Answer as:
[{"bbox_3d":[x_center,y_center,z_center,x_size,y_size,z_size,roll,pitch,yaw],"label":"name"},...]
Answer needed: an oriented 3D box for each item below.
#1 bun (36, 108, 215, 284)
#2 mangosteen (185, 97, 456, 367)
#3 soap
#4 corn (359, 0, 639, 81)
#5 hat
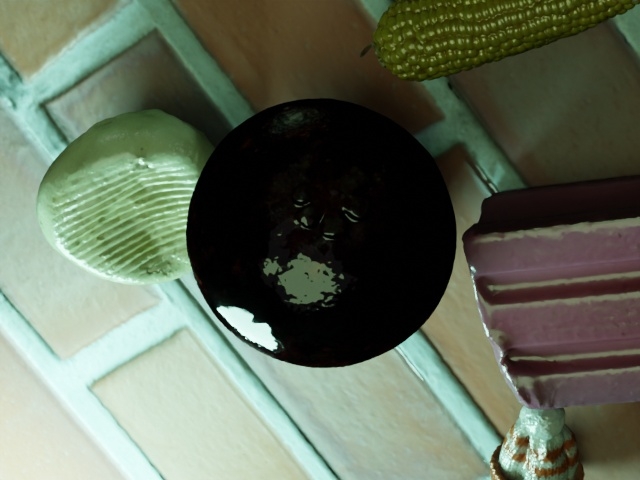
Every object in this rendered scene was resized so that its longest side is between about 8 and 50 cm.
[{"bbox_3d":[-0.209,-0.057,1.892,0.231,0.133,0.231,-5,127,-7],"label":"bun"},{"bbox_3d":[0.010,0.003,1.784,0.297,0.297,0.313,-6,150,20],"label":"mangosteen"},{"bbox_3d":[0.355,0.054,1.781,0.359,0.128,0.233,-6,114,19],"label":"soap"},{"bbox_3d":[0.190,-0.237,1.697,0.310,0.101,0.101,-17,111,21],"label":"corn"},{"bbox_3d":[0.256,0.236,1.912,0.112,0.094,0.162,9,131,7],"label":"hat"}]
